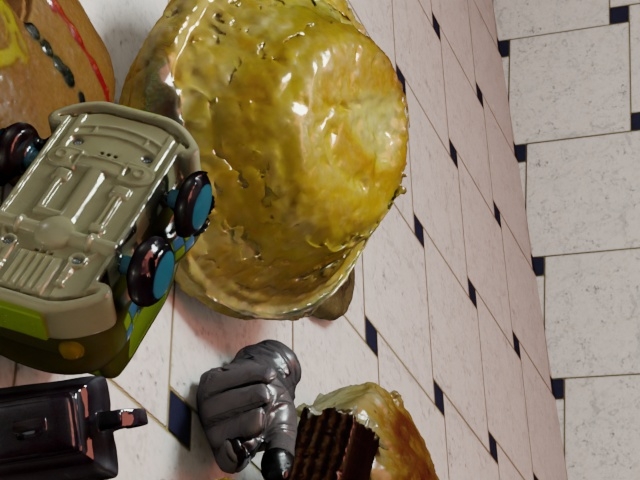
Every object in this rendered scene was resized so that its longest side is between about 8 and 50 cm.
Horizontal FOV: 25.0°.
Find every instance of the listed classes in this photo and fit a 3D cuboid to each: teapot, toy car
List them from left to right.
[{"bbox_3d":[-0.227,0.152,1.149,0.096,0.177,0.087,104,-22,-75],"label":"teapot"},{"bbox_3d":[-0.205,0.020,1.279,0.198,0.204,0.247,88,22,-48],"label":"toy car"}]

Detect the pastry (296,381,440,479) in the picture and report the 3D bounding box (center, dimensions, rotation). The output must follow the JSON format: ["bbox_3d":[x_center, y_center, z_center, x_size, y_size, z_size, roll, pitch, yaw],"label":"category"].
[{"bbox_3d":[0.079,0.326,1.887,0.329,0.136,0.329,57,19,-32],"label":"pastry"}]

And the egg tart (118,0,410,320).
[{"bbox_3d":[-0.030,-0.115,1.677,0.443,0.178,0.443,-2,92,-50],"label":"egg tart"}]

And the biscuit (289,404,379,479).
[{"bbox_3d":[-0.003,0.311,1.660,0.106,0.070,0.252,44,60,-64],"label":"biscuit"}]

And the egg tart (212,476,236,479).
[{"bbox_3d":[-0.039,0.373,1.432,0.319,0.128,0.319,46,-8,8],"label":"egg tart"}]

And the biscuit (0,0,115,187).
[{"bbox_3d":[-0.283,-0.189,1.391,0.277,0.052,0.262,-76,147,-55],"label":"biscuit"}]

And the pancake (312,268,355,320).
[{"bbox_3d":[0.000,0.000,2.074,0.242,0.050,0.241,-14,90,-73],"label":"pancake"}]

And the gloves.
[{"bbox_3d":[-0.073,0.191,1.615,0.142,0.119,0.285,48,6,-3],"label":"gloves"}]
